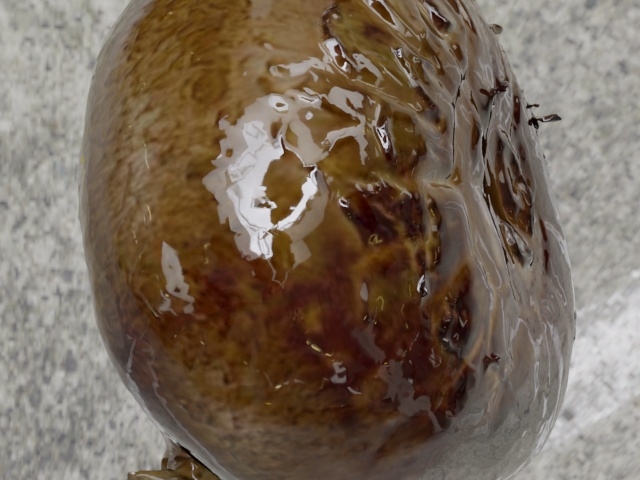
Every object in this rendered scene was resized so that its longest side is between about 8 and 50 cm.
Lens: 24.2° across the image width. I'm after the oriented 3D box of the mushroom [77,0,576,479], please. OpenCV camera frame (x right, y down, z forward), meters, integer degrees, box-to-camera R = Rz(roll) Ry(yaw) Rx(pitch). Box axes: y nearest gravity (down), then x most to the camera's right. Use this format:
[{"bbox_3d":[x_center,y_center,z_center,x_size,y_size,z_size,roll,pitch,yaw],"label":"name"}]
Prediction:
[{"bbox_3d":[0.012,0.006,0.610,0.163,0.297,0.278,2,90,24],"label":"mushroom"}]
